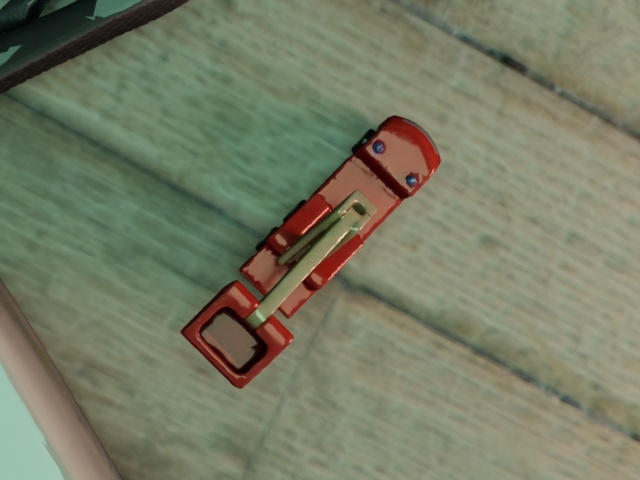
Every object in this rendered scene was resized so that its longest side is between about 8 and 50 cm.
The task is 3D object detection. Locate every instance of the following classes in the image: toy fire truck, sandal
[{"bbox_3d":[0.000,0.000,0.959,0.047,0.135,0.192,45,85,-4],"label":"toy fire truck"},{"bbox_3d":[-0.161,-0.134,0.963,0.254,0.097,0.054,-27,93,-6],"label":"sandal"}]

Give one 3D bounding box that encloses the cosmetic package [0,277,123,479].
[{"bbox_3d":[-0.188,0.141,0.891,0.138,0.224,0.225,-32,93,-5],"label":"cosmetic package"}]
